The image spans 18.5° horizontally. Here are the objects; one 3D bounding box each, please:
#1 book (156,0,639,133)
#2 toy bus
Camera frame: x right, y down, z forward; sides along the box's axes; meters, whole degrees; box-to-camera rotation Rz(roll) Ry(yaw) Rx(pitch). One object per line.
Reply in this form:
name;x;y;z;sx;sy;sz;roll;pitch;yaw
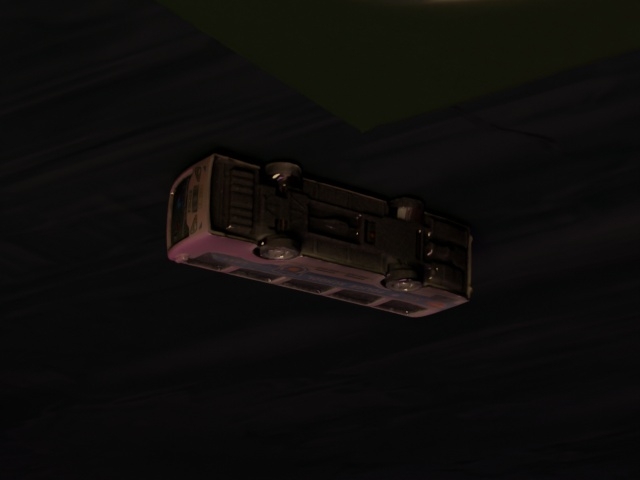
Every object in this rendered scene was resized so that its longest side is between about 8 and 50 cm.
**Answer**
book;0.003;-0.137;0.451;0.260;0.043;0.371;-14;152;34
toy bus;0.000;0.000;0.773;0.130;0.037;0.052;14;158;-33
